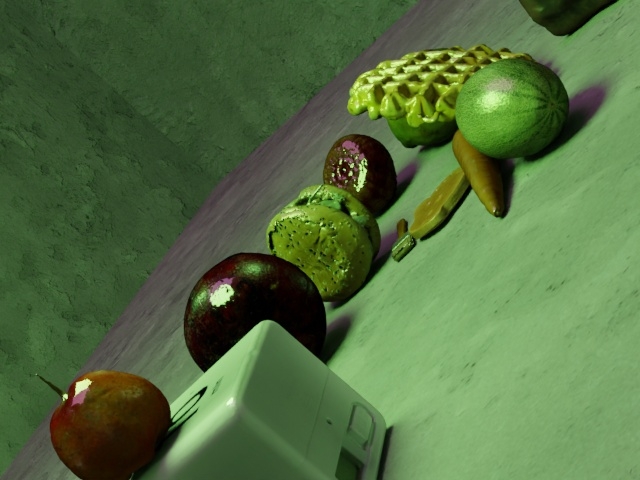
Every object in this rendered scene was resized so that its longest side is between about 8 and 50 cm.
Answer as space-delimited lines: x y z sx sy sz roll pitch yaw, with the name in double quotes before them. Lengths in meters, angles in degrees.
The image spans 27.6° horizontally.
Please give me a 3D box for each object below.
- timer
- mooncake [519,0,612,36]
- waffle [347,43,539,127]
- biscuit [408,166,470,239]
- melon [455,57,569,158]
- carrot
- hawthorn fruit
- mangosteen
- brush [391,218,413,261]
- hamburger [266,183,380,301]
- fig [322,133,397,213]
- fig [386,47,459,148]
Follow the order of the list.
"timer" -0.066 0.240 1.414 0.195 0.194 0.192 -42 12 24
"mooncake" 0.445 -0.484 2.068 0.334 0.174 0.326 -46 13 4
"waffle" 0.194 -0.248 2.053 0.329 0.062 0.329 -6 23 3
"biscuit" 0.179 -0.054 1.962 0.140 0.023 0.118 -53 12 -23
"melon" 0.258 -0.180 1.781 0.139 0.139 0.192 -51 22 -18
"carrot" 0.227 -0.103 1.850 0.069 0.069 0.336 -44 15 18
"hawthorn fruit" -0.227 0.193 1.377 0.125 0.140 0.125 -48 -25 -31
"mangosteen" -0.095 0.125 1.893 0.216 0.216 0.216 -46 11 11
"brush" 0.127 -0.007 2.027 0.043 0.014 0.170 -44 11 13
"hamburger" 0.000 0.000 2.039 0.177 0.185 0.113 14 36 26
"fig" 0.091 -0.101 2.323 0.201 0.134 0.146 27 -104 -60
"fig" 0.181 -0.248 2.285 0.233 0.167 0.167 -16 33 56
